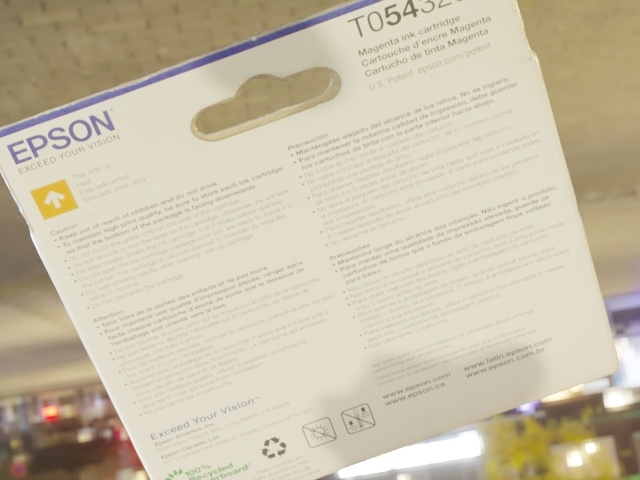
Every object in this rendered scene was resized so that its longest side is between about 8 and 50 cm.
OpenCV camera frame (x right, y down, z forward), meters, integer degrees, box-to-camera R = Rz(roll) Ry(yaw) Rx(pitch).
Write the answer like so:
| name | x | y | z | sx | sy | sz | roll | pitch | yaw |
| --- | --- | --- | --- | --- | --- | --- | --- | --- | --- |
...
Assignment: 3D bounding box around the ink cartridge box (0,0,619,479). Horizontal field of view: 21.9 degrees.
| name | x | y | z | sx | sy | sz | roll | pitch | yaw |
| --- | --- | --- | --- | --- | --- | --- | --- | --- | --- |
| ink cartridge box | 0.000 | 0.000 | 1.054 | 0.324 | 0.330 | 0.071 | -19 | -149 | 2 |
